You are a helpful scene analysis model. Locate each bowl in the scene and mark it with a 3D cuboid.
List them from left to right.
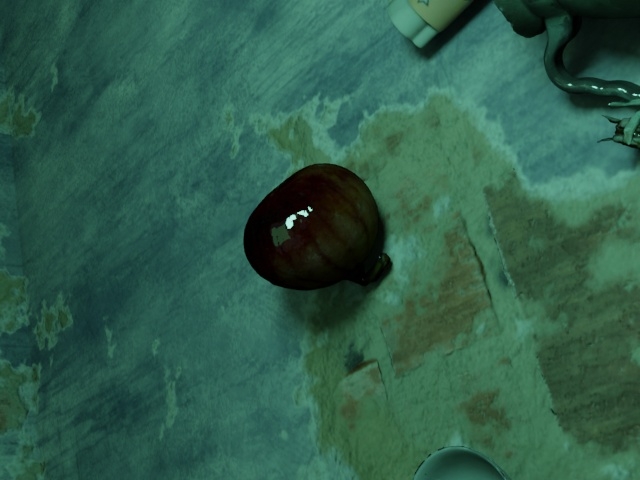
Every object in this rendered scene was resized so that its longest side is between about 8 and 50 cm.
[{"bbox_3d":[0.217,0.375,1.175,0.189,0.086,0.189,-9,77,45],"label":"bowl"}]

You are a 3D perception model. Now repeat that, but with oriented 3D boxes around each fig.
[{"bbox_3d":[-0.015,-0.011,1.399,0.235,0.235,0.214,11,129,48],"label":"fig"}]

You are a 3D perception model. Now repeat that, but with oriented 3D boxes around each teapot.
[{"bbox_3d":[0.347,-0.343,1.084,0.285,0.305,0.223,-7,46,43],"label":"teapot"}]

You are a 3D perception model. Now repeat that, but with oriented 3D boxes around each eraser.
[{"bbox_3d":[0.217,-0.452,1.304,0.290,0.087,0.171,-41,47,35],"label":"eraser"}]

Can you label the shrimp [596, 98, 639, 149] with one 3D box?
[{"bbox_3d":[0.480,-0.107,0.924,0.410,0.166,0.221,13,92,36],"label":"shrimp"}]
